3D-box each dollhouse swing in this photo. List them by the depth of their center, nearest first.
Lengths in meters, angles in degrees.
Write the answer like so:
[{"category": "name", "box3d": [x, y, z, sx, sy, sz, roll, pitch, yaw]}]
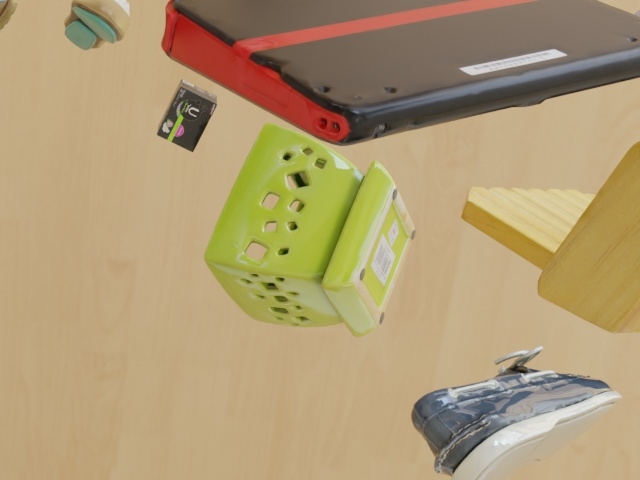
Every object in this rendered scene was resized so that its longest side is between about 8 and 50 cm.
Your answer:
[{"category": "dollhouse swing", "box3d": [0.394, -0.065, 1.406, 0.347, 0.305, 0.315, -1, 132, -40]}]

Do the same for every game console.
[{"category": "game console", "box3d": [0.083, -0.182, 1.102, 0.387, 0.342, 0.060, -16, 124, -29]}]

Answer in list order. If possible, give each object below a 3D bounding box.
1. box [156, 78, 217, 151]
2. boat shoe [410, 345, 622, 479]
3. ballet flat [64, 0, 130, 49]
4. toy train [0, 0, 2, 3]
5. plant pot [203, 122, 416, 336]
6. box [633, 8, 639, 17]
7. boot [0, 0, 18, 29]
[{"category": "box", "box3d": [-0.198, -0.185, 1.791, 0.062, 0.052, 0.083, 25, 106, -14]}, {"category": "boat shoe", "box3d": [0.155, 0.135, 0.948, 0.079, 0.255, 0.095, 49, 122, 22]}, {"category": "ballet flat", "box3d": [-0.296, -0.307, 1.623, 0.080, 0.232, 0.073, 41, 78, -20]}, {"category": "toy train", "box3d": [-0.348, -0.304, 1.169, 0.105, 0.080, 0.184, 5, 143, -4]}, {"category": "plant pot", "box3d": [0.000, 0.000, 1.690, 0.207, 0.228, 0.227, 15, 70, 21]}, {"category": "box", "box3d": [0.421, -0.245, 1.237, 0.178, 0.042, 0.109, -41, 70, 38]}, {"category": "boot", "box3d": [-0.580, -0.342, 1.647, 0.236, 0.089, 0.269, -32, 148, 9]}]
